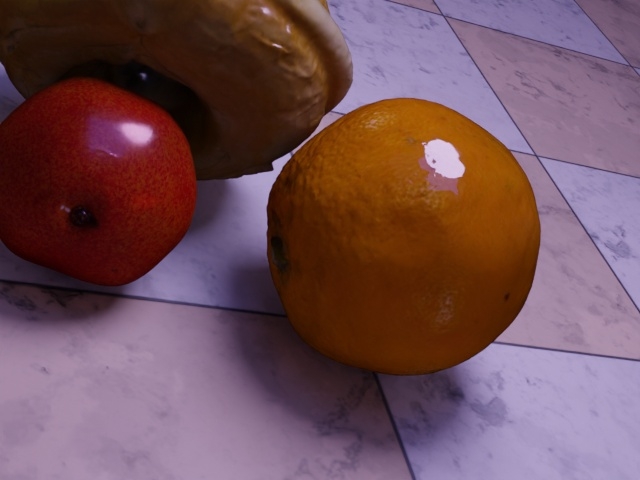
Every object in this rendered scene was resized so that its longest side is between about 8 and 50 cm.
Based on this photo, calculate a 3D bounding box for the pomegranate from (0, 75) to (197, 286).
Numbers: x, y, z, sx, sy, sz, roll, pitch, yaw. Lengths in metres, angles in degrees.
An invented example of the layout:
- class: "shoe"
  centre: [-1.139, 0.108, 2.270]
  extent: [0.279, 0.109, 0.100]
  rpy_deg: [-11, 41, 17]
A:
- class: "pomegranate"
  centre: [-0.241, -0.067, 1.138]
  extent: [0.221, 0.221, 0.257]
  rpy_deg: [17, 6, -14]

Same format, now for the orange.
- class: "orange"
  centre: [0.086, -0.003, 1.182]
  extent: [0.312, 0.312, 0.312]
  rpy_deg: [18, 33, -12]

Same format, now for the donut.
- class: "donut"
  centre: [-0.179, -0.226, 1.232]
  extent: [0.449, 0.449, 0.198]
  rpy_deg: [21, 65, -7]
